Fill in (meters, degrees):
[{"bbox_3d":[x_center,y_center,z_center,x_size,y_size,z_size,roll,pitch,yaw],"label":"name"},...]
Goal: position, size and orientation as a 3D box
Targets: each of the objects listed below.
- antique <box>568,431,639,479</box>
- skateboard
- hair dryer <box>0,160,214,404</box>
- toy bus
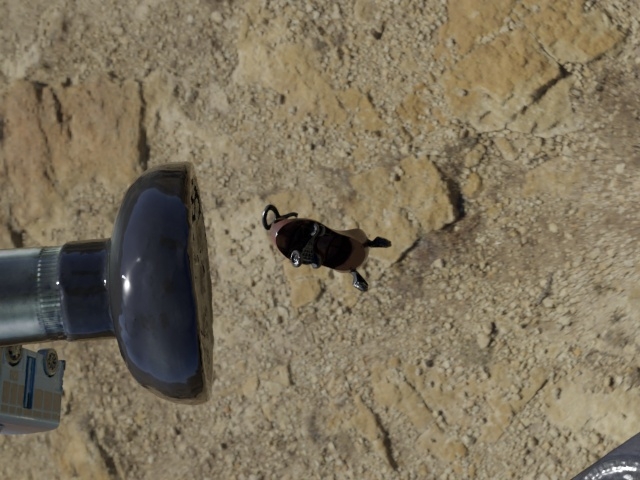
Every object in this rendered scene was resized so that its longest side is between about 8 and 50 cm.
[{"bbox_3d":[0.177,0.074,0.283,0.192,0.015,0.031,-48,38,24],"label":"antique"},{"bbox_3d":[0.000,0.000,0.728,0.080,0.151,0.067,38,105,46],"label":"skateboard"},{"bbox_3d":[-0.219,-0.048,0.417,0.320,0.156,0.284,4,87,-6],"label":"hair dryer"},{"bbox_3d":[-0.360,0.161,0.725,0.090,0.185,0.106,-4,70,4],"label":"toy bus"}]
